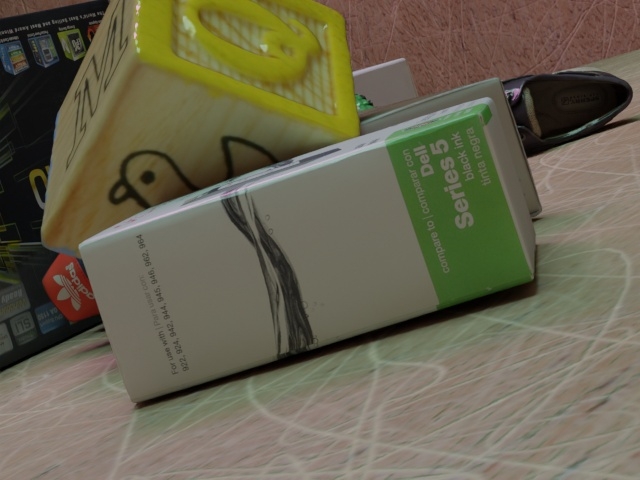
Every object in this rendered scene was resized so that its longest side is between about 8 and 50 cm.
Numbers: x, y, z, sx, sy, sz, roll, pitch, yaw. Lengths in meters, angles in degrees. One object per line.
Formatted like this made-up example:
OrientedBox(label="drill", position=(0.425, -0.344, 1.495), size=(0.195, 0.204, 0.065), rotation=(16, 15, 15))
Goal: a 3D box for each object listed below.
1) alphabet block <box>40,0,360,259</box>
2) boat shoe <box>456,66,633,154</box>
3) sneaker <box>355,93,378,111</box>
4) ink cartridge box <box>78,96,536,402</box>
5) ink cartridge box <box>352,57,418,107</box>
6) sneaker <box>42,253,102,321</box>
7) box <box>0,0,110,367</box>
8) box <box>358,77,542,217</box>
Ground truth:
OrientedBox(label="alphabet block", position=(-0.099, -0.094, 1.155), size=(0.192, 0.197, 0.193), rotation=(18, 37, -21))
OrientedBox(label="boat shoe", position=(0.236, -0.150, 1.705), size=(0.285, 0.103, 0.092), rotation=(-13, 0, -10))
OrientedBox(label="sneaker", position=(0.017, -0.088, 1.618), size=(0.146, 0.134, 0.343), rotation=(-20, 7, -12))
OrientedBox(label="ink cartridge box", position=(0.000, 0.000, 0.970), size=(0.272, 0.115, 0.198), rotation=(-18, 5, 10))
OrientedBox(label="ink cartridge box", position=(-0.061, -0.138, 2.153), size=(0.279, 0.160, 0.384), rotation=(-22, 7, -32))
OrientedBox(label="sneaker", position=(-0.161, 0.006, 1.389), size=(0.148, 0.131, 0.350), rotation=(-34, -6, 15))
OrientedBox(label="box", position=(-0.308, -0.055, 1.404), size=(0.097, 0.318, 0.395), rotation=(-13, 7, 35))
OrientedBox(label="box", position=(0.048, -0.052, 1.270), size=(0.148, 0.121, 0.311), rotation=(-20, 6, -22))
